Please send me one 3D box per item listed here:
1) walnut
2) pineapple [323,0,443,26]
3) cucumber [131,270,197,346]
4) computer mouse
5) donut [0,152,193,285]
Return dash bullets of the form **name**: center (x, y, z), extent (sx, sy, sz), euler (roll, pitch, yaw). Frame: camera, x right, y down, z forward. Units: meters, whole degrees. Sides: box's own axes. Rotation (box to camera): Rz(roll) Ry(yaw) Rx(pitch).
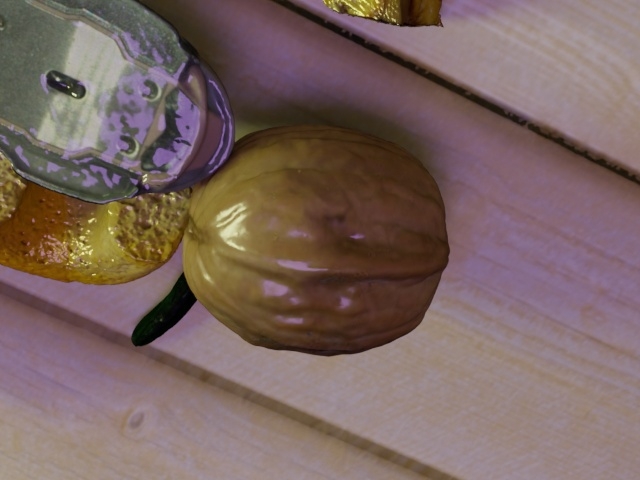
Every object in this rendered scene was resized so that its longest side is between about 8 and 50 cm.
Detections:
- **walnut**: center (0.000, 0.000, 1.416), extent (0.261, 0.225, 0.225), euler (3, 131, -13)
- **pineapple**: center (0.063, -0.234, 1.309), extent (0.114, 0.077, 0.114), euler (8, 116, -5)
- **cucumber**: center (-0.152, 0.063, 1.600), extent (0.036, 0.033, 0.184), euler (12, 135, -36)
- **computer mouse**: center (-0.254, -0.169, 1.371), extent (0.389, 0.115, 0.199), euler (27, 108, 0)
- **donut**: center (-0.256, -0.019, 1.482), extent (0.259, 0.101, 0.152), euler (10, 158, -8)
